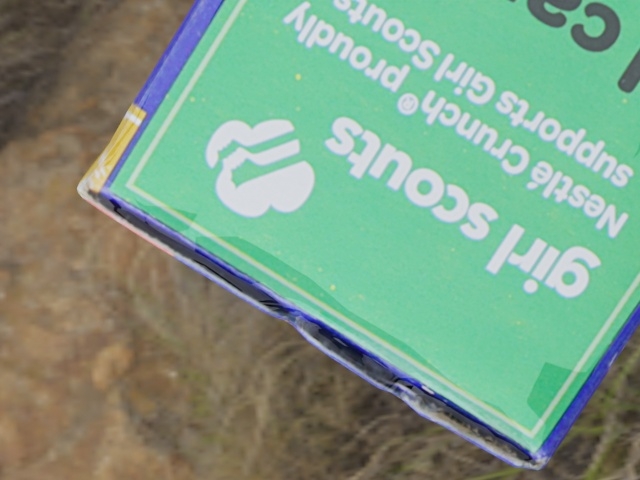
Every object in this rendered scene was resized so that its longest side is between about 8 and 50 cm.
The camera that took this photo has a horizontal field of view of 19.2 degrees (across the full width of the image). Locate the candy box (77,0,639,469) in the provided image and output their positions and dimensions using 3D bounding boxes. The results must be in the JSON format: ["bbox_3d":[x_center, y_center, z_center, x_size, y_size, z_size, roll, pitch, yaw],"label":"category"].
[{"bbox_3d":[0.087,-0.128,0.480,0.122,0.268,0.317,31,99,-2],"label":"candy box"}]
